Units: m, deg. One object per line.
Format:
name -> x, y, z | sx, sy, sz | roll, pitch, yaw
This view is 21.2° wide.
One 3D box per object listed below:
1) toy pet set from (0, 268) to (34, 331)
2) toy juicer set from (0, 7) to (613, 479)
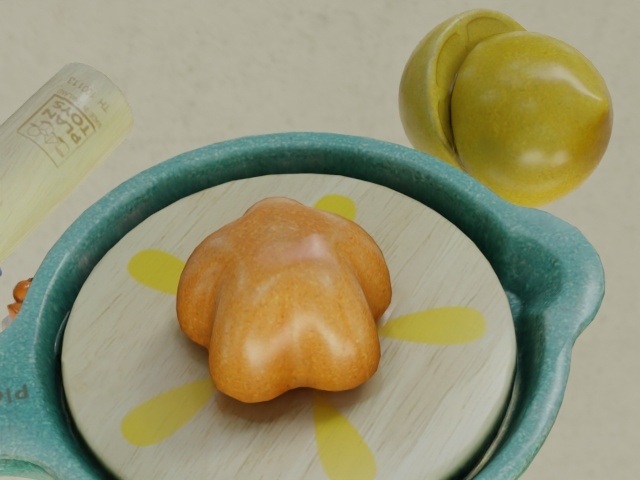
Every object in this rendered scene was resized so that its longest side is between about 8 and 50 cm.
toy pet set -> -0.149, 0.063, 1.014 | 0.065, 0.114, 0.122 | -31, 169, -24
toy juicer set -> 0.000, 0.000, 0.444 | 0.329, 0.209, 0.089 | 8, 140, 11
